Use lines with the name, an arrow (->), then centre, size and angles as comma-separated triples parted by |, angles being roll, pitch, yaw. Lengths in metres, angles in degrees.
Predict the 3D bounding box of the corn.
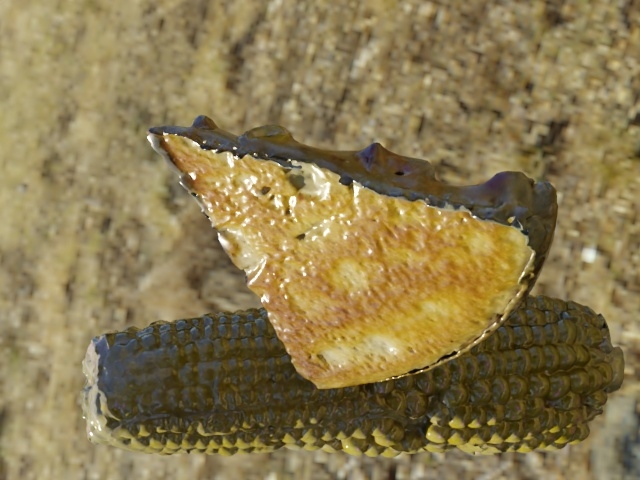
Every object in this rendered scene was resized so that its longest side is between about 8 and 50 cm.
corn -> 0.022, 0.073, 0.809 | 0.086, 0.288, 0.087 | 178, 90, -79

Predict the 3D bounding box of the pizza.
pizza -> 0.000, 0.000, 0.691 | 0.036, 0.176, 0.185 | -64, 4, -38
